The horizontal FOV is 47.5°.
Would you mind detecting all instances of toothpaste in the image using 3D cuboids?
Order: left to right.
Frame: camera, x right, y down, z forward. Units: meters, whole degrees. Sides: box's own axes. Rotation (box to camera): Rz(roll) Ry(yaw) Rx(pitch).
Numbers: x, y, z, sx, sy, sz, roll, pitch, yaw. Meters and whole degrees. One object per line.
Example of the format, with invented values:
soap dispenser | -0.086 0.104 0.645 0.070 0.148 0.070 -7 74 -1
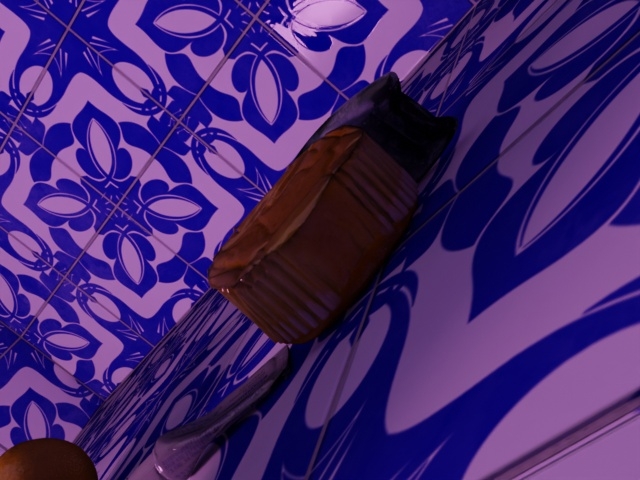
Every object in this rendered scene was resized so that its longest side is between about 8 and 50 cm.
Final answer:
toothpaste | -0.146 0.246 0.968 0.282 0.068 0.099 -43 36 3

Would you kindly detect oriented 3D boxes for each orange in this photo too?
orange | -0.544 0.492 1.406 0.236 0.236 0.236 -48 8 9

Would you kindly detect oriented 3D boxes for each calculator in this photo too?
calculator | 0.063 -0.114 1.066 0.268 0.177 0.040 -43 32 32

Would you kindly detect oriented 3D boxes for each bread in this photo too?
bread | 0.000 0.000 0.958 0.288 0.156 0.204 -53 21 -18
